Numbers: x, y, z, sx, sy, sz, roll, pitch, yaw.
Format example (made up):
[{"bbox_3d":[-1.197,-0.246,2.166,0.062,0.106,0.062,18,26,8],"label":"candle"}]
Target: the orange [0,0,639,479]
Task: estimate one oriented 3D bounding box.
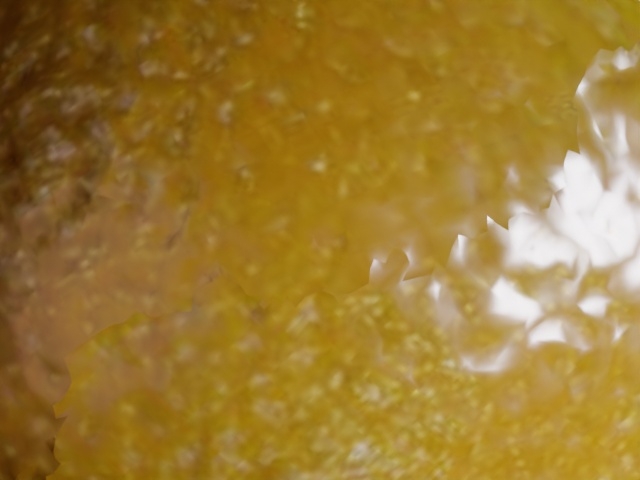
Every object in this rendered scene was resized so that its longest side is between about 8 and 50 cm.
[{"bbox_3d":[0.000,0.000,0.451,0.264,0.264,0.264,7,102,36],"label":"orange"}]
